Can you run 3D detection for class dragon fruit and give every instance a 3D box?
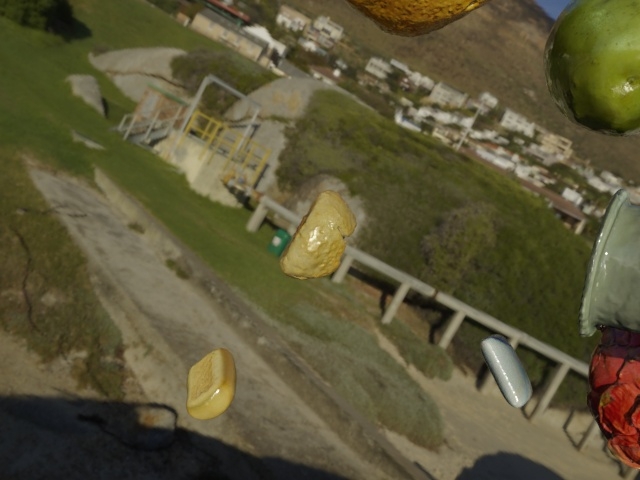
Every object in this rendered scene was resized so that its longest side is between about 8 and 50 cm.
[{"bbox_3d":[0.655,0.295,1.308,0.277,0.277,0.343,28,38,-11],"label":"dragon fruit"}]

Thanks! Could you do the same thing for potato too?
[{"bbox_3d":[0.415,-0.255,0.941,0.215,0.216,0.304,30,34,10],"label":"potato"}]

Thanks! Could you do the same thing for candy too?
[{"bbox_3d":[0.444,0.306,1.603,0.138,0.071,0.174,7,54,-64],"label":"candy"}]

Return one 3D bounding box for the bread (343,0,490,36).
[{"bbox_3d":[0.136,-0.512,1.054,0.361,0.250,0.394,-20,-44,34],"label":"bread"}]

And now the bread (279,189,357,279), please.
[{"bbox_3d":[0.000,0.000,1.687,0.134,0.245,0.244,28,5,-3],"label":"bread"}]

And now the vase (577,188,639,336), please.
[{"bbox_3d":[0.558,0.072,0.995,0.291,0.245,0.245,18,-1,30],"label":"vase"}]

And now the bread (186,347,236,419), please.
[{"bbox_3d":[-0.281,0.385,1.779,0.098,0.147,0.217,47,12,-24],"label":"bread"}]
